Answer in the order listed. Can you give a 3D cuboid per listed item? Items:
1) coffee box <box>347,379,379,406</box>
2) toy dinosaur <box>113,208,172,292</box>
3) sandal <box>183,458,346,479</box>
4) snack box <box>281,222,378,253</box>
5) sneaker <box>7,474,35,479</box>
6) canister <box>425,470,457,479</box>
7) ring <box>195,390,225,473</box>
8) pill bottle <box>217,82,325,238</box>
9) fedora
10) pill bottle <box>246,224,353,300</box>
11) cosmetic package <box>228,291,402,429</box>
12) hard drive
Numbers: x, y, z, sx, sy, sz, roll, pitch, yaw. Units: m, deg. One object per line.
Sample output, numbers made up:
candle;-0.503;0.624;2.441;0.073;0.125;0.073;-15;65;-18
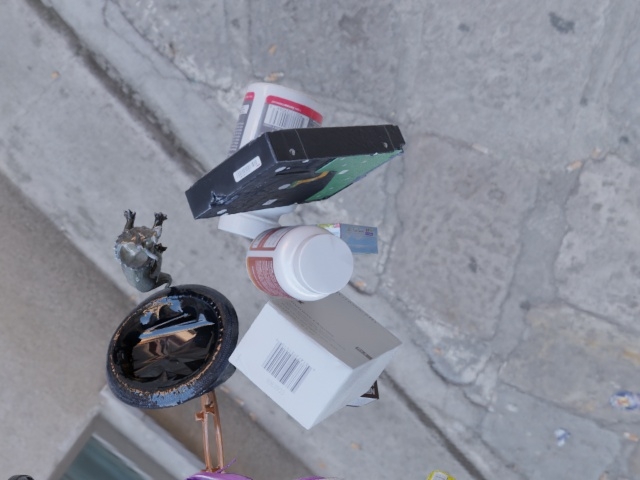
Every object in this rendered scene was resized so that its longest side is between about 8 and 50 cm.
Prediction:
coffee box;0.027;0.359;2.023;0.247;0.141;0.098;16;147;-33
toy dinosaur;-0.385;0.038;1.627;0.121;0.160;0.313;13;144;-2
sandal;-0.156;0.481;1.479;0.417;0.102;0.169;-1;156;-11
snack box;0.000;0.000;1.718;0.207;0.174;0.070;-3;86;31
sneaker;-0.399;0.351;1.012;0.089;0.051;0.170;2;173;8
canister;0.229;0.541;1.444;0.126;0.170;0.073;33;138;5
ring;-0.264;0.477;1.788;0.032;0.336;0.336;-4;142;-15
pill bottle;-0.114;-0.160;1.618;0.176;0.318;0.176;16;178;1
fedora;-0.306;0.256;1.689;0.334;0.334;0.152;5;150;29
pill bottle;-0.033;0.036;1.231;0.121;0.121;0.216;46;163;-17
cosmetic package;0.005;0.229;1.572;0.217;0.385;0.156;38;104;14
hard drive;-0.037;-0.124;1.323;0.237;0.339;0.064;-28;78;43
